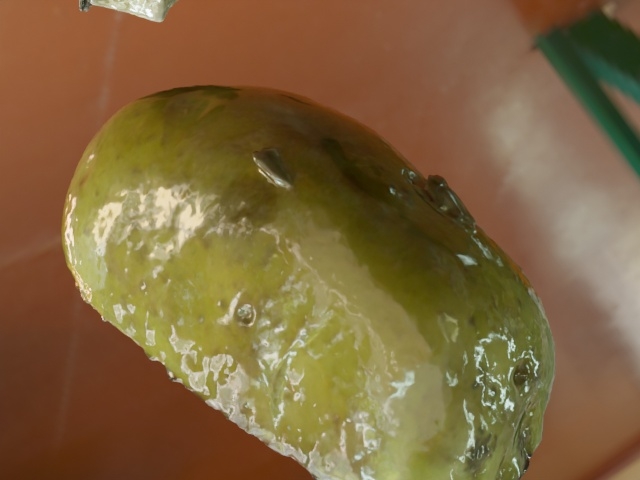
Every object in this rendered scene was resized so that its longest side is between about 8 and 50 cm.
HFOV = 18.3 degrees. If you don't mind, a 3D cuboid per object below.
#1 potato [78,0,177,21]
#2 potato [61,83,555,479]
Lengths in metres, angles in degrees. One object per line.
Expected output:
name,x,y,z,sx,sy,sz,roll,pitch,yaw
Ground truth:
potato,-0.100,-0.187,1.176,0.122,0.061,0.086,-71,174,-50
potato,0.000,0.000,0.922,0.160,0.271,0.111,-31,145,-39
